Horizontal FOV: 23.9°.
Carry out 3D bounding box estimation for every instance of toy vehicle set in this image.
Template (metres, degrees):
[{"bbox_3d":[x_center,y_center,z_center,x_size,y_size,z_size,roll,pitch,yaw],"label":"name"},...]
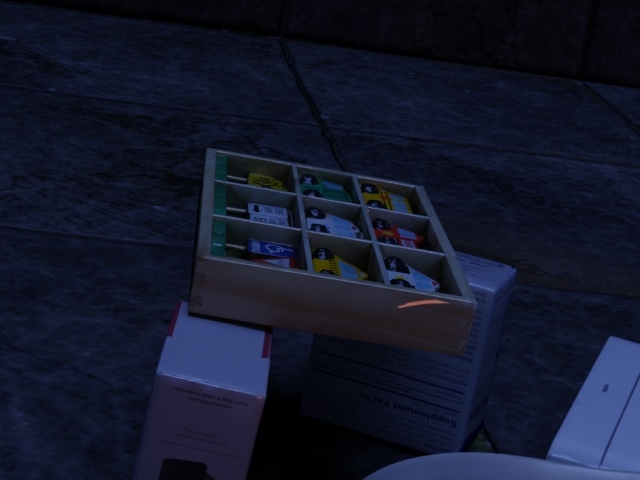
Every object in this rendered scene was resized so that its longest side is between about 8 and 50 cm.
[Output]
[{"bbox_3d":[0.000,0.000,1.000,0.166,0.035,0.267,9,16,-6],"label":"toy vehicle set"}]

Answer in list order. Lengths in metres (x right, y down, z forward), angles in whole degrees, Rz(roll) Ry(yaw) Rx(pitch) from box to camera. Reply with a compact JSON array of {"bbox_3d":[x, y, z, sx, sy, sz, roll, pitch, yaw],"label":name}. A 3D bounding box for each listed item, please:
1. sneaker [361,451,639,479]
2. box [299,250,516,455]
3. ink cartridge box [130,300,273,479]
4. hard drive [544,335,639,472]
[{"bbox_3d":[0.156,0.207,0.825,0.350,0.148,0.131,-2,-25,32],"label":"sneaker"},{"bbox_3d":[0.064,0.074,1.108,0.126,0.137,0.072,16,18,16],"label":"box"},{"bbox_3d":[-0.075,0.127,0.869,0.063,0.150,0.109,13,19,-4],"label":"ink cartridge box"},{"bbox_3d":[0.338,0.163,0.991,0.353,0.047,0.233,17,20,16],"label":"hard drive"}]
